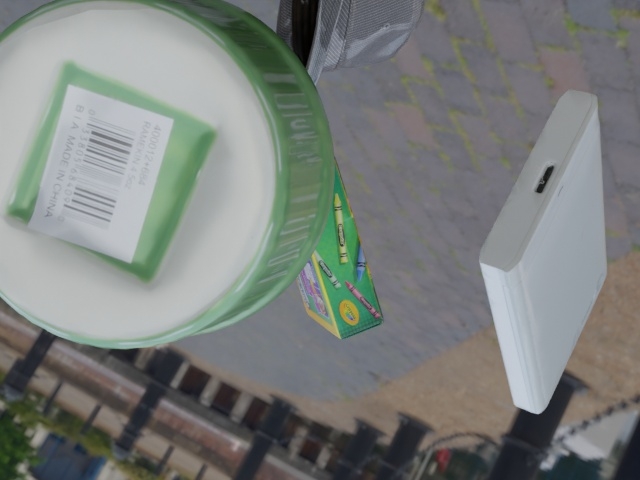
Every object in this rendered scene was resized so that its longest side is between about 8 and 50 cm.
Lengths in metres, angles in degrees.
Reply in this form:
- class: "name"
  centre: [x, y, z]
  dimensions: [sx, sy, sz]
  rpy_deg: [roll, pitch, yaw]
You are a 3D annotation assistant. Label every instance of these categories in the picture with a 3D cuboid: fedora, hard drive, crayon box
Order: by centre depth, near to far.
- class: "hard drive"
  centre: [0.233, 0.024, 1.020]
  dimensions: [0.040, 0.203, 0.307]
  rpy_deg: [19, 155, 27]
- class: "fedora"
  centre: [0.037, -0.272, 1.054]
  dimensions: [0.124, 0.244, 0.275]
  rpy_deg: [1, 125, -12]
- class: "crayon box"
  centre: [0.000, 0.000, 1.589]
  dimensions: [0.165, 0.081, 0.278]
  rpy_deg: [-152, 43, -69]

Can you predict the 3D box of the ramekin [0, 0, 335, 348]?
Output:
- class: "ramekin"
  centre: [-0.147, -0.057, 0.821]
  dimensions: [0.303, 0.303, 0.148]
  rpy_deg: [27, -170, 5]
